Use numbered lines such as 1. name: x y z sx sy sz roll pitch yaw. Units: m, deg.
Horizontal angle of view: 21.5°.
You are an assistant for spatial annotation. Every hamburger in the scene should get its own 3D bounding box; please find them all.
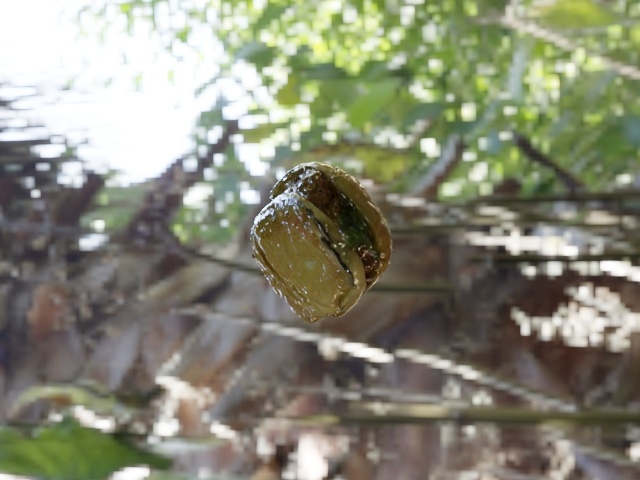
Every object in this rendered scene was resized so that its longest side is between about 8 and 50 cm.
1. hamburger: 0.000 0.000 0.869 0.044 0.083 0.076 -36 -90 -31
